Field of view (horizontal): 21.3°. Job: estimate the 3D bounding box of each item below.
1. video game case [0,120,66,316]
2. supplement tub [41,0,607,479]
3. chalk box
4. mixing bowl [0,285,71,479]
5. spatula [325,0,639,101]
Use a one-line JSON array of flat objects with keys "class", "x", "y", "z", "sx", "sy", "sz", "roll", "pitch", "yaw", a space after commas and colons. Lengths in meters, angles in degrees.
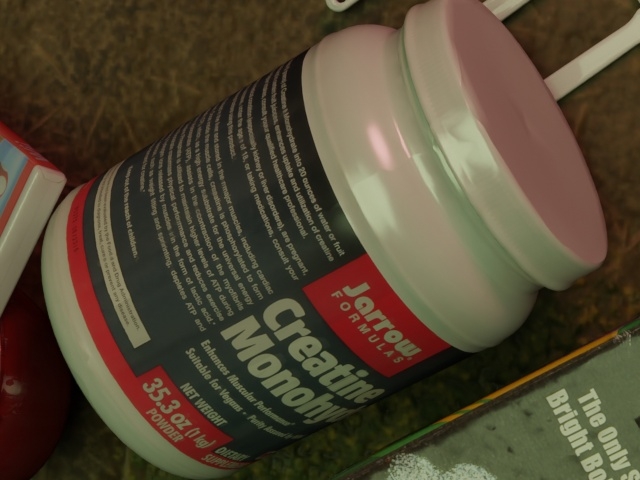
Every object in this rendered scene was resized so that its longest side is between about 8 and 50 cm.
[{"class": "video game case", "x": -0.281, "y": -0.014, "z": 1.071, "sx": 0.285, "sy": 0.025, "sz": 0.204, "roll": 36, "pitch": 103, "yaw": 41}, {"class": "supplement tub", "x": 0.000, "y": 0.000, "z": 0.948, "sx": 0.272, "sy": 0.191, "sz": 0.191, "roll": -29, "pitch": 84, "yaw": 22}, {"class": "chalk box", "x": 0.186, "y": 0.131, "z": 0.906, "sx": 0.289, "sy": 0.179, "sz": 0.180, "roll": -28, "pitch": 83, "yaw": 18}, {"class": "mixing bowl", "x": -0.222, "y": 0.095, "z": 1.073, "sx": 0.181, "sy": 0.098, "sz": 0.181, "roll": -12, "pitch": 71, "yaw": 40}, {"class": "spatula", "x": 0.129, "y": -0.158, "z": 0.992, "sx": 0.242, "sy": 0.019, "sz": 0.168, "roll": -34, "pitch": 88, "yaw": 19}]
